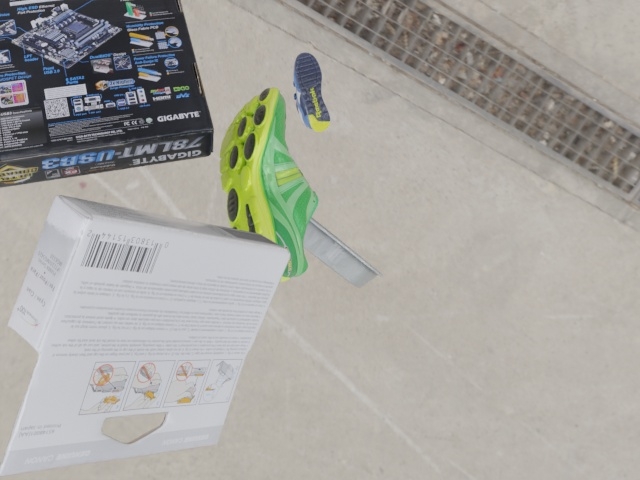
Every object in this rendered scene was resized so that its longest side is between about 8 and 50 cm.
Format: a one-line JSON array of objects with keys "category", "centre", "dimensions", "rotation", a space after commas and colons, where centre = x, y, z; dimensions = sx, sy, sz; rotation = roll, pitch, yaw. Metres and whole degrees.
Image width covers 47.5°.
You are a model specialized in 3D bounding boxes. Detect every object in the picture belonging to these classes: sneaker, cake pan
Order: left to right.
[{"category": "sneaker", "centre": [-0.073, -0.078, 1.065], "dimensions": [0.124, 0.109, 0.295], "rotation": [12, 70, -44]}, {"category": "sneaker", "centre": [-0.025, -0.270, 1.334], "dimensions": [0.053, 0.059, 0.144], "rotation": [-15, 104, -21]}, {"category": "cake pan", "centre": [0.000, 0.000, 1.484], "dimensions": [0.293, 0.293, 0.054], "rotation": [38, 92, -22]}]

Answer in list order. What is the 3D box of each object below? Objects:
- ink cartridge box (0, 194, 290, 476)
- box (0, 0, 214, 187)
[{"category": "ink cartridge box", "centre": [-0.186, 0.103, 0.782], "dimensions": [0.296, 0.066, 0.261], "rotation": [12, 102, -54]}, {"category": "box", "centre": [-0.311, -0.227, 0.940], "dimensions": [0.296, 0.293, 0.073], "rotation": [-12, 158, -15]}]
